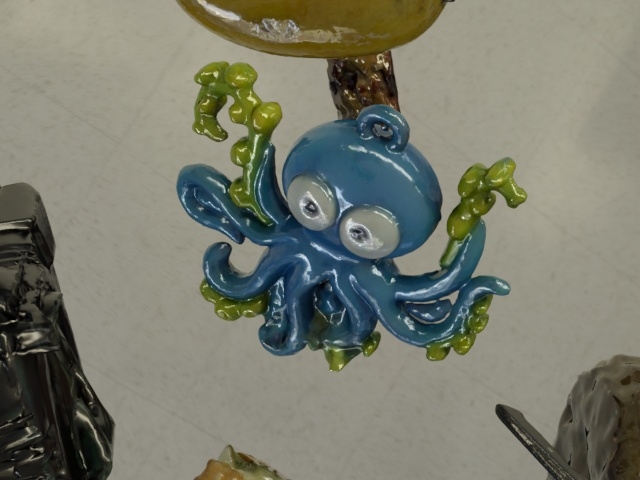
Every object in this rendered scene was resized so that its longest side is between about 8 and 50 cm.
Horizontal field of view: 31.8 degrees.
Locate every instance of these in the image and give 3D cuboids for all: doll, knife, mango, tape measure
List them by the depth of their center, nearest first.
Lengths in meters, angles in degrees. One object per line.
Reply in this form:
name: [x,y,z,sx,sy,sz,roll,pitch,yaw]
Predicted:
tape measure: [-0.155,0.076,0.517,0.112,0.199,0.186,-10,108,-4]
knife: [0.151,0.146,0.587,0.023,0.170,0.010,4,126,-52]
mango: [-0.001,-0.178,0.690,0.195,0.098,0.137,-2,76,7]
doll: [0.000,0.000,1.047,0.346,0.341,0.099,32,40,12]

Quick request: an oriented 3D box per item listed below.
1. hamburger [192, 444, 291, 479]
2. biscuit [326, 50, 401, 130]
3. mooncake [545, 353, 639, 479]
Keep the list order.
hamburger: [-0.064,0.271,0.813,0.207,0.155,0.135,-50,142,-6]
biscuit: [0.036,-0.226,1.241,0.081,0.289,0.334,-10,128,6]
mooncake: [0.333,0.264,1.170,0.161,0.290,0.290,12,93,-4]
